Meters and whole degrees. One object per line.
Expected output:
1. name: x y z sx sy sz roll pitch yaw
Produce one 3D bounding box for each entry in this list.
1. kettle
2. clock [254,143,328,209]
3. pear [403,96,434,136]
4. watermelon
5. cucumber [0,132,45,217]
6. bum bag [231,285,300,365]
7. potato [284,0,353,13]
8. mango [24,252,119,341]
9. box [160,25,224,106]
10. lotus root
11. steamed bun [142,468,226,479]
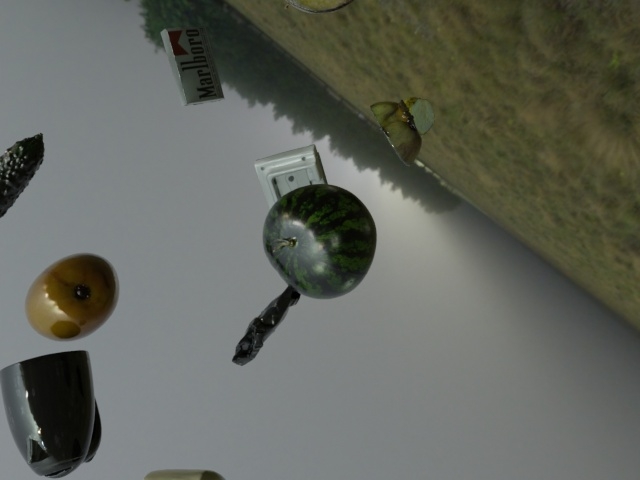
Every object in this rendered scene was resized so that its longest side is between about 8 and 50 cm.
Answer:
1. kettle: -0.663 0.449 1.272 0.268 0.207 0.291 43 -153 -74
2. clock: -0.090 -0.182 1.746 0.116 0.231 0.263 -87 -18 -65
3. pear: 0.322 -0.432 1.733 0.141 0.141 0.104 26 171 -36
4. watermelon: 0.003 0.000 1.125 0.268 0.269 0.269 34 -166 -9
5. cucumber: -0.591 -0.071 0.880 0.072 0.300 0.072 36 170 7
6. bum bag: -0.155 0.240 1.465 0.074 0.310 0.137 32 153 14
7. potato: -0.035 -0.674 1.244 0.299 0.239 0.116 58 165 8
8. mango: -0.725 0.156 1.452 0.221 0.264 0.378 47 163 -23
9. box: -0.308 -0.425 1.203 0.115 0.178 0.035 -25 -162 -40
10. lotus root: 0.209 -0.289 1.257 0.183 0.077 0.203 55 -157 -6
11. steamed bun: -0.338 0.671 1.240 0.250 0.199 0.155 72 -162 -50
